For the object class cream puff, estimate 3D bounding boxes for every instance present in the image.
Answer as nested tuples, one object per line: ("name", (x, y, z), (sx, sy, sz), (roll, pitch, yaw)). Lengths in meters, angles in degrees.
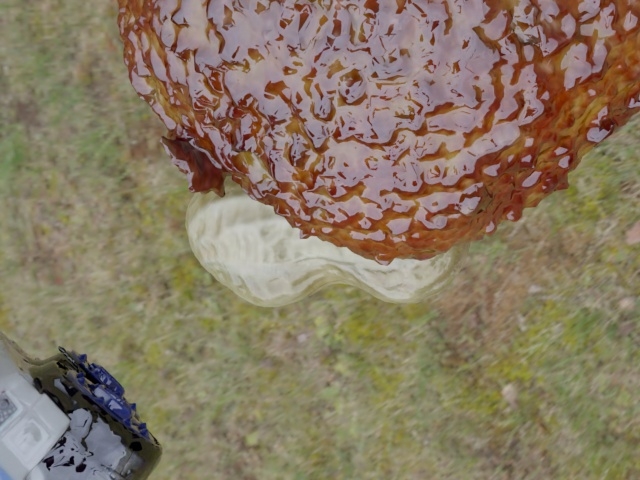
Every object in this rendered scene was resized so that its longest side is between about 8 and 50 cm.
("cream puff", (0.042, -0.155, 0.705), (0.350, 0.228, 0.351), (-2, 78, 9))

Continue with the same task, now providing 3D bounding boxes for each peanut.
("peanut", (0.000, 0.000, 1.159), (0.298, 0.120, 0.136), (2, 73, 29))

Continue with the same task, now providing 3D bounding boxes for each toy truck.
("toy truck", (-0.193, 0.091, 0.601), (0.161, 0.213, 0.177), (-43, 99, -9))
